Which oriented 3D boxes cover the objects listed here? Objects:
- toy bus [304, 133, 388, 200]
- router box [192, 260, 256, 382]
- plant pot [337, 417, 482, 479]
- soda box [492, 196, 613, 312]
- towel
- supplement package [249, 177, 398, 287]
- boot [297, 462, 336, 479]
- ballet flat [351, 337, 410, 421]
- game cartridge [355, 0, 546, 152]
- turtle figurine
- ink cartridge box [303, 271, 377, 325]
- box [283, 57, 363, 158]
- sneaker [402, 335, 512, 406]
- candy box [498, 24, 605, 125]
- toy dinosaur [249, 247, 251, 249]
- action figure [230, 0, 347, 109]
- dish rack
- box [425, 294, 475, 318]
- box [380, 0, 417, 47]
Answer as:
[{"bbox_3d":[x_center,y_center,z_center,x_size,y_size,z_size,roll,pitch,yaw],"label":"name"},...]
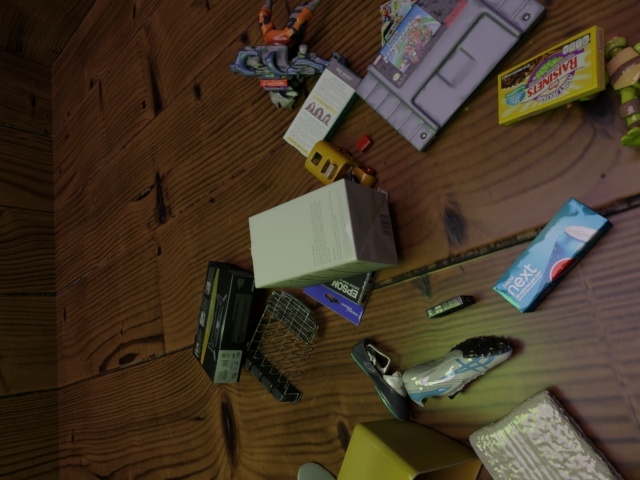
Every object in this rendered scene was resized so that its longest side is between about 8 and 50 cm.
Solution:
[{"bbox_3d":[0.050,-0.167,1.092,0.202,0.104,0.191,-13,76,39],"label":"toy bus"},{"bbox_3d":[-0.292,0.232,1.305,0.243,0.081,0.309,15,95,59],"label":"router box"},{"bbox_3d":[0.155,0.476,0.868,0.187,0.212,0.212,26,102,51],"label":"plant pot"},{"bbox_3d":[0.413,0.030,0.783,0.071,0.067,0.210,47,115,34],"label":"soda box"},{"bbox_3d":[0.414,0.422,0.747,0.187,0.049,0.282,-47,58,24],"label":"towel"},{"bbox_3d":[0.000,0.000,1.009,0.292,0.175,0.178,-17,74,36],"label":"supplement package"},{"bbox_3d":[0.022,0.661,1.024,0.258,0.095,0.124,34,122,50],"label":"boot"},{"bbox_3d":[0.144,0.301,0.979,0.074,0.074,0.203,-55,51,21],"label":"ballet flat"},{"bbox_3d":[0.257,-0.400,0.939,0.230,0.068,0.355,45,115,12],"label":"game cartridge"},{"bbox_3d":[0.507,-0.263,0.726,0.269,0.087,0.217,-38,46,45],"label":"turtle figurine"},{"bbox_3d":[0.044,0.079,1.107,0.206,0.045,0.208,25,102,38],"label":"ink cartridge box"},{"bbox_3d":[0.010,-0.343,1.154,0.100,0.060,0.244,40,112,7],"label":"box"},{"bbox_3d":[0.277,0.262,0.872,0.237,0.085,0.086,-34,90,29],"label":"sneaker"},{"bbox_3d":[0.411,-0.290,0.795,0.206,0.027,0.105,172,97,-66],"label":"candy box"},{"bbox_3d":[-0.161,0.036,1.282,0.183,0.053,0.093,149,111,-65],"label":"toy dinosaur"},{"bbox_3d":[-0.064,-0.537,1.243,0.341,0.178,0.330,13,100,11],"label":"action figure"},{"bbox_3d":[-0.102,0.282,1.192,0.208,0.074,0.272,31,103,37],"label":"dish rack"},{"bbox_3d":[0.266,0.137,0.895,0.083,0.067,0.018,-33,64,34],"label":"box"},{"bbox_3d":[0.203,-0.484,1.046,0.114,0.036,0.207,-9,79,39],"label":"box"}]
